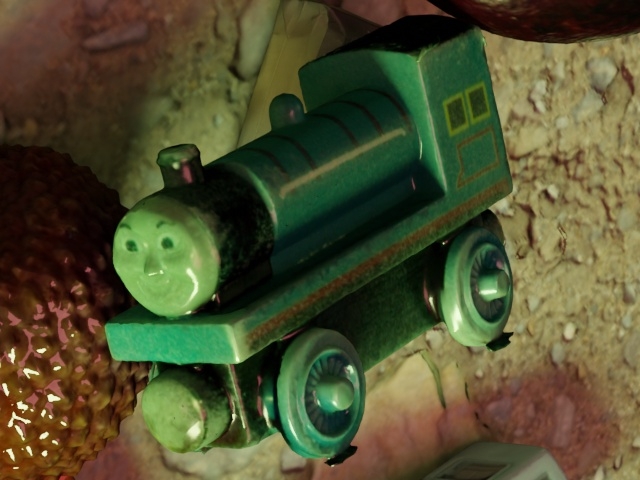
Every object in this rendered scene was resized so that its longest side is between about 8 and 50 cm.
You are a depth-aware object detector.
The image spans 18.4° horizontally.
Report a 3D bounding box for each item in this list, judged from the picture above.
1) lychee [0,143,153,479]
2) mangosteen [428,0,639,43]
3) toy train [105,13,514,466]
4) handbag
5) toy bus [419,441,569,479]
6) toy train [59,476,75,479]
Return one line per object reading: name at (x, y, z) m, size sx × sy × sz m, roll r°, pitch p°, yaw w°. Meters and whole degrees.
lychee at (-0.171, 0.054, 1.100) m, size 0.188 × 0.188 × 0.188 m, roll -15°, pitch 117°, yaw -33°
mangosteen at (0.165, -0.253, 1.167) m, size 0.297 × 0.293 × 0.297 m, roll -44°, pitch 149°, yaw -37°
toy train at (0.000, 0.000, 1.101) m, size 0.298 × 0.120 × 0.194 m, roll -31°, pitch 113°, yaw -48°
handbag at (0.006, -0.056, 1.251) m, size 0.117 × 0.095 × 0.173 m, roll 17°, pitch 94°, yaw -38°
toy bus at (0.068, 0.256, 1.375) m, size 0.329 × 0.109 × 0.136 m, roll -28°, pitch 109°, yaw -45°
toy train at (-0.135, 0.292, 1.285) m, size 0.089 × 0.086 × 0.409 m, roll -36°, pitch 126°, yaw -19°
